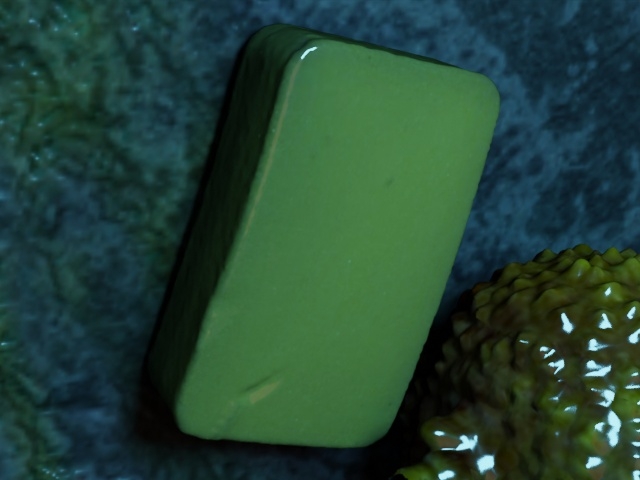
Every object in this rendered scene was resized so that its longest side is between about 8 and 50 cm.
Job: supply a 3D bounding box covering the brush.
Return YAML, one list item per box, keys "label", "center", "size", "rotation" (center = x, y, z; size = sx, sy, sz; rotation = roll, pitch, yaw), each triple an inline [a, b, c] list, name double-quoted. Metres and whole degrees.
- label: "brush"
  center: [0.000, 0.000, 0.797]
  size: [0.123, 0.059, 0.197]
  rotation: [10, 107, -32]

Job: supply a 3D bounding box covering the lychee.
- label: "lychee"
  center: [0.128, 0.102, 0.846]
  size: [0.238, 0.200, 0.200]
  rotation: [-7, 117, -44]
